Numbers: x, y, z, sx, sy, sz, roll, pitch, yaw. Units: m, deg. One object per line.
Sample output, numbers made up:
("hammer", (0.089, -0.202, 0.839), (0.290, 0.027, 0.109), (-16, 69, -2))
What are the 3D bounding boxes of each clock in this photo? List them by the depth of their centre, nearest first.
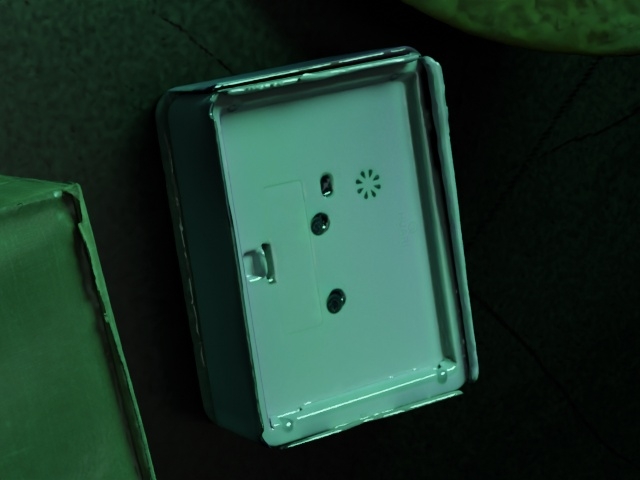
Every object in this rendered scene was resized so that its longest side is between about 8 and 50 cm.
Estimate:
("clock", (0.001, 0.000, 0.917), (0.145, 0.073, 0.193), (-14, 101, -30))

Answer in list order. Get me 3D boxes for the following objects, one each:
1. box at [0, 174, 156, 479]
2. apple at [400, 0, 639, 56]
("box", (-0.173, 0.098, 0.775), (0.149, 0.155, 0.231), (-18, 104, -26))
("apple", (0.082, -0.253, 0.888), (0.254, 0.179, 0.346), (-45, 116, -7))
